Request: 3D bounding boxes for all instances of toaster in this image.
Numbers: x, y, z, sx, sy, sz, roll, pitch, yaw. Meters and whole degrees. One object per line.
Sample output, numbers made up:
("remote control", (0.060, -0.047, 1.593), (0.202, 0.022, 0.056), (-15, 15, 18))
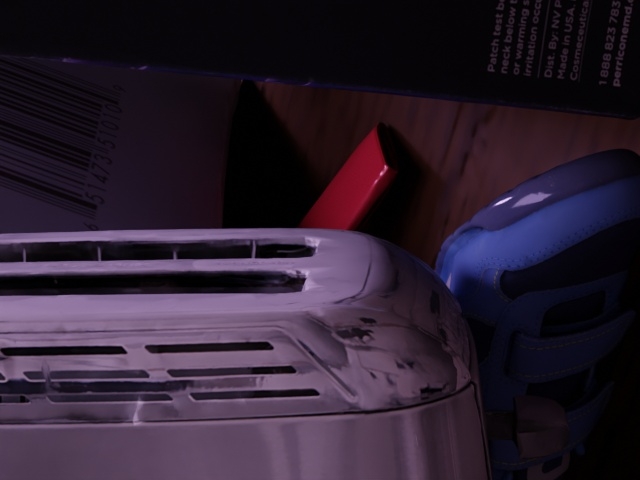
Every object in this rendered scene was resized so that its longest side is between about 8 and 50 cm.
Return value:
("toaster", (-0.055, 0.077, 0.383), (0.129, 0.226, 0.147), (-65, -27, -80))

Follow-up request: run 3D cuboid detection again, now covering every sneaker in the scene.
("sneaker", (0.056, 0.033, 0.431), (0.059, 0.053, 0.144), (62, 148, 29))

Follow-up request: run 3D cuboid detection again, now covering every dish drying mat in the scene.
("dish drying mat", (0.000, 0.000, 0.534), (0.083, 0.008, 0.032), (-55, 28, 26))

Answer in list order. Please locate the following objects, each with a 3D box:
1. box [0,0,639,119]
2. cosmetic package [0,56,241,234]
("box", (-0.053, -0.108, 0.456), (0.261, 0.184, 0.103), (25, 107, 57))
("cosmetic package", (-0.174, 0.111, 0.606), (0.217, 0.156, 0.385), (-90, 24, -57))
